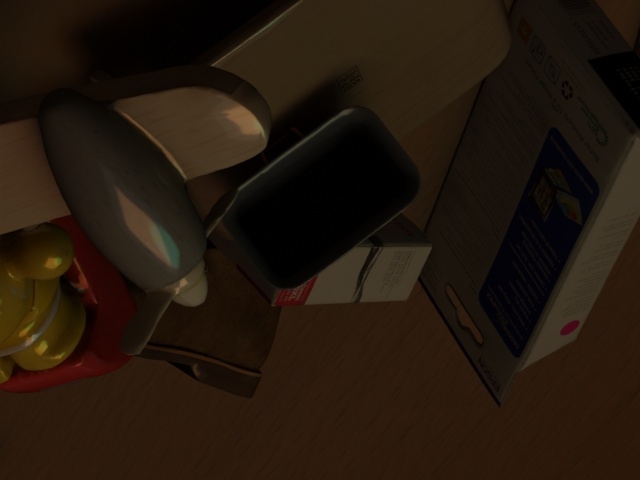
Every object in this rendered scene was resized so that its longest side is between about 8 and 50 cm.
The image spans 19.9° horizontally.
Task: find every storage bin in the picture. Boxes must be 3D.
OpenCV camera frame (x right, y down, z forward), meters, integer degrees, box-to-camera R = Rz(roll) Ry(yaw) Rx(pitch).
[{"bbox_3d":[-0.004,-0.031,1.334,0.135,0.098,0.091,-37,176,-4],"label":"storage bin"}]

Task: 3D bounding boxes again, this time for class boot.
[{"bbox_3d":[-0.141,0.040,1.505,0.305,0.112,0.115,23,94,-52],"label":"boot"}]

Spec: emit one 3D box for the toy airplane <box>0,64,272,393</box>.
[{"bbox_3d":[-0.257,-0.005,1.138,0.384,0.272,0.386,8,151,-19],"label":"toy airplane"}]

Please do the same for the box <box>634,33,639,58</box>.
[{"bbox_3d":[0.319,-0.157,1.614,0.063,0.067,0.324,-20,149,-17],"label":"box"}]

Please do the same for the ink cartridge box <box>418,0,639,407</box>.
[{"bbox_3d":[0.185,-0.033,1.571,0.069,0.176,0.371,-13,145,-28],"label":"ink cartridge box"}]

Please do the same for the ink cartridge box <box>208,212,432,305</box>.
[{"bbox_3d":[0.000,0.000,1.517,0.150,0.109,0.063,0,122,-40],"label":"ink cartridge box"}]

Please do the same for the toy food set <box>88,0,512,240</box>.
[{"bbox_3d":[-0.003,-0.148,1.350,0.306,0.092,0.220,-37,148,-4],"label":"toy food set"}]
